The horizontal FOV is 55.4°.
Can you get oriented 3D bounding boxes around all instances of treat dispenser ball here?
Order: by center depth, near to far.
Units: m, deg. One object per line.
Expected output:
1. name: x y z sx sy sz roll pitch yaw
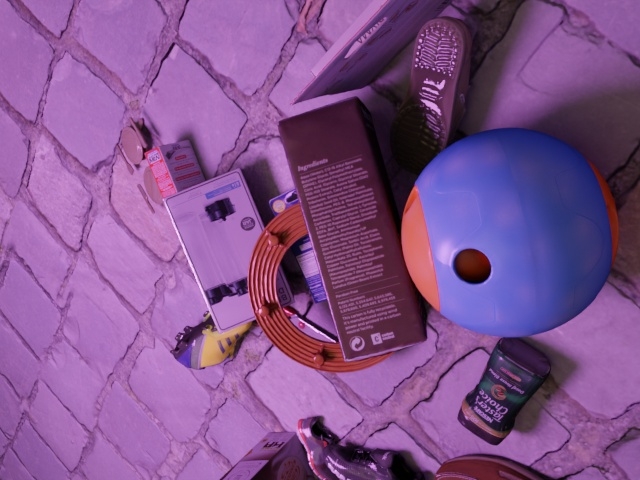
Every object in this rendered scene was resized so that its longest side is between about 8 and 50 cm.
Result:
1. treat dispenser ball: 0.257 -0.011 0.849 0.288 0.288 0.289 12 114 29

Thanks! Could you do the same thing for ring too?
1. ring: 0.019 0.087 1.130 0.336 0.032 0.337 2 99 13

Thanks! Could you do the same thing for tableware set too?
1. tableware set: -0.386 -0.173 1.370 0.128 0.039 0.194 -40 78 49

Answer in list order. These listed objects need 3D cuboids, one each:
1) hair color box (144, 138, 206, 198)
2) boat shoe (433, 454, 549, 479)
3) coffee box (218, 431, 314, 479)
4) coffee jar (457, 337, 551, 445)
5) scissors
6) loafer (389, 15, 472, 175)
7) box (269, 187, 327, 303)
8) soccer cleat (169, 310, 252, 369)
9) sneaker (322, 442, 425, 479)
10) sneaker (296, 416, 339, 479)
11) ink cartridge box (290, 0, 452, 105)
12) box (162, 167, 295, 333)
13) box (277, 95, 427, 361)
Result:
1. hair color box: -0.294 -0.122 1.292 0.053 0.093 0.167 -15 98 36
2. boat shoe: 0.351 0.477 1.073 0.323 0.120 0.123 5 110 32
3. coffee box: -0.132 0.550 1.341 0.098 0.246 0.141 -14 99 36
4. coffee jar: 0.310 0.262 1.046 0.096 0.079 0.185 31 122 20
5. scissors: -0.053 0.161 1.283 0.296 0.021 0.109 14 113 31
6. loafer: 0.183 -0.219 0.946 0.101 0.092 0.269 34 139 21
7. box: 0.000 0.000 1.178 0.136 0.036 0.226 -22 96 37
8. soccer cleat: -0.228 0.221 1.391 0.121 0.094 0.289 36 133 -24
9. sneaker: 0.116 0.465 1.255 0.234 0.078 0.106 24 116 20
10. sneaker: 0.007 0.458 1.334 0.064 0.061 0.158 -32 89 31
11. ink cartridge box: 0.084 -0.314 0.877 0.275 0.238 0.060 -39 85 37
12. box: -0.179 0.019 1.221 0.169 0.087 0.290 -21 96 -5
13. box: 0.061 -0.021 0.992 0.143 0.191 0.382 -17 92 11
